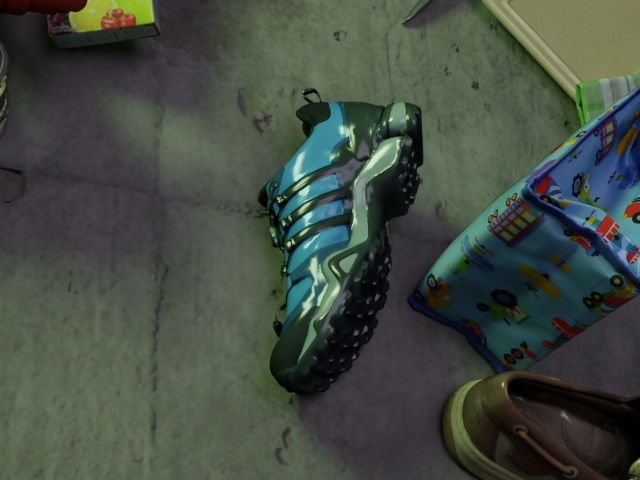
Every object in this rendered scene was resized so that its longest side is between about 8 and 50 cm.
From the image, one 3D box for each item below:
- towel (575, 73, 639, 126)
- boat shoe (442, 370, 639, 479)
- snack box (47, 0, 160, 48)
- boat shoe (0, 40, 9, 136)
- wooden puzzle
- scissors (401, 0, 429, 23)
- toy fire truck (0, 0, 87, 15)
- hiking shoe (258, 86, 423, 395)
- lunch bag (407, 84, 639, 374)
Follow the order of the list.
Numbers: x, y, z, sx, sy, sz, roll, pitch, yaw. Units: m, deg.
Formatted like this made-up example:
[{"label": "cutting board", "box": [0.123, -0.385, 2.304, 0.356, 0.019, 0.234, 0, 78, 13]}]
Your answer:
[{"label": "towel", "box": [0.357, -0.134, 1.247, 0.152, 0.023, 0.113, -10, 90, -29]}, {"label": "boat shoe", "box": [0.284, 0.201, 0.977, 0.342, 0.123, 0.123, 26, 54, -10]}, {"label": "snack box", "box": [-0.209, -0.258, 1.019, 0.100, 0.037, 0.141, -7, 80, 0]}, {"label": "boat shoe", "box": [-0.372, -0.074, 0.846, 0.109, 0.091, 0.305, 46, 53, 6]}, {"label": "wooden puzzle", "box": [0.329, -0.263, 1.308, 0.221, 0.044, 0.238, -38, 87, -27]}, {"label": "scissors", "box": [0.174, -0.346, 1.303, 0.297, 0.021, 0.109, -38, 46, -19]}, {"label": "toy fire truck", "box": [-0.257, -0.257, 0.929, 0.246, 0.158, 0.217, 3, 24, -32]}, {"label": "hiking shoe", "box": [0.000, 0.000, 0.992, 0.132, 0.113, 0.304, 11, 59, 17]}, {"label": "lunch bag", "box": [0.244, -0.043, 1.039, 0.138, 0.221, 0.293, 39, 54, -1]}]
